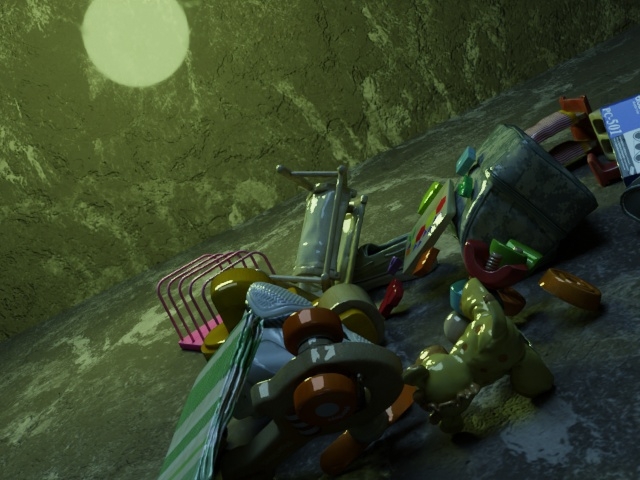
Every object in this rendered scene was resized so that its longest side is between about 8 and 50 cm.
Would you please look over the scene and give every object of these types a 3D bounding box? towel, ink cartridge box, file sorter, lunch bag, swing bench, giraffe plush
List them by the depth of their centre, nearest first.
[{"bbox_3d":[0.203,0.174,1.283,0.170,0.181,0.210,-37,-1,5],"label":"giraffe plush"},{"bbox_3d":[-0.181,0.289,1.430,0.248,0.038,0.324,-49,18,42],"label":"towel"},{"bbox_3d":[0.361,-0.065,1.811,0.256,0.213,0.305,-48,9,13],"label":"lunch bag"},{"bbox_3d":[0.647,-0.205,1.922,0.097,0.046,0.207,-20,48,19],"label":"ink cartridge box"},{"bbox_3d":[0.000,0.000,2.013,0.165,0.253,0.255,3,-17,22],"label":"swing bench"},{"bbox_3d":[-0.239,0.138,2.254,0.202,0.182,0.291,-33,14,-29],"label":"file sorter"}]

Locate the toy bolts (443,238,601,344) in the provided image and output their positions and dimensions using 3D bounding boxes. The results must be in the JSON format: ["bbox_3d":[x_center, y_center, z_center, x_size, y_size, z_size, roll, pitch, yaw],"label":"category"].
[{"bbox_3d":[0.295,0.104,1.463,0.218,0.158,0.229,33,17,34],"label":"toy bolts"}]

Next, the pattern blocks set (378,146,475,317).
[{"bbox_3d":[0.215,-0.020,1.845,0.324,0.026,0.285,-56,11,42],"label":"pattern blocks set"}]

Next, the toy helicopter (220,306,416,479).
[{"bbox_3d":[-0.013,0.261,1.343,0.355,0.235,0.140,-45,40,31],"label":"toy helicopter"}]

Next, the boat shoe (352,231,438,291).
[{"bbox_3d":[0.121,0.049,2.090,0.302,0.094,0.109,-18,15,34],"label":"boat shoe"}]

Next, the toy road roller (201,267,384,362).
[{"bbox_3d":[-0.069,0.144,1.753,0.330,0.240,0.202,-27,13,-1],"label":"toy road roller"}]

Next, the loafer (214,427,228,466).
[{"bbox_3d":[-0.189,0.347,1.601,0.050,0.056,0.148,-32,12,6],"label":"loafer"}]

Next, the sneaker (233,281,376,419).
[{"bbox_3d":[-0.023,0.232,1.541,0.366,0.210,0.137,32,10,39],"label":"sneaker"}]

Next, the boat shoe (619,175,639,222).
[{"bbox_3d":[0.595,-0.056,1.535,0.091,0.109,0.305,-26,15,-21],"label":"boat shoe"}]

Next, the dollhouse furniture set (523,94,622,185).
[{"bbox_3d":[0.591,-0.225,2.118,0.201,0.152,0.374,-29,13,-12],"label":"dollhouse furniture set"}]
